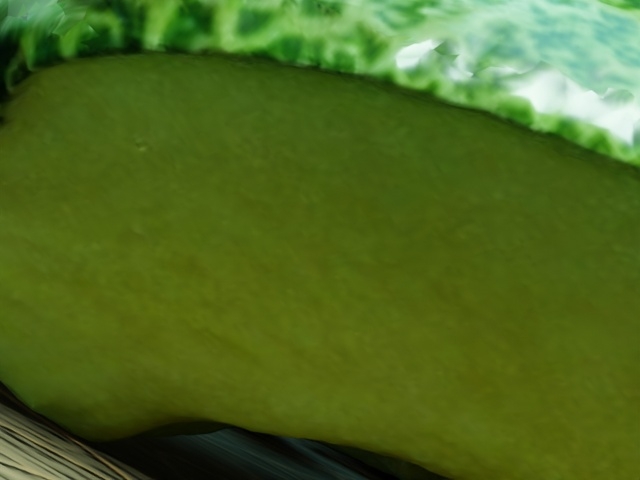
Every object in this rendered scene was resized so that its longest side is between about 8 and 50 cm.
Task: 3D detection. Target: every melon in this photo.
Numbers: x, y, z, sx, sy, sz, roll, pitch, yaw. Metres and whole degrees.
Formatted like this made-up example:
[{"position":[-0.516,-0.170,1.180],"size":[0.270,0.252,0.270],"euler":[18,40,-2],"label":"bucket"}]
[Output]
[{"position":[0.069,0.019,0.449],"size":[0.343,0.226,0.331],"euler":[44,7,-31],"label":"melon"}]

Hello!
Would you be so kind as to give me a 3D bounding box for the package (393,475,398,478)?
[{"position":[0.089,0.080,0.822],"size":[0.168,0.090,0.226],"euler":[9,-1,3],"label":"package"}]
